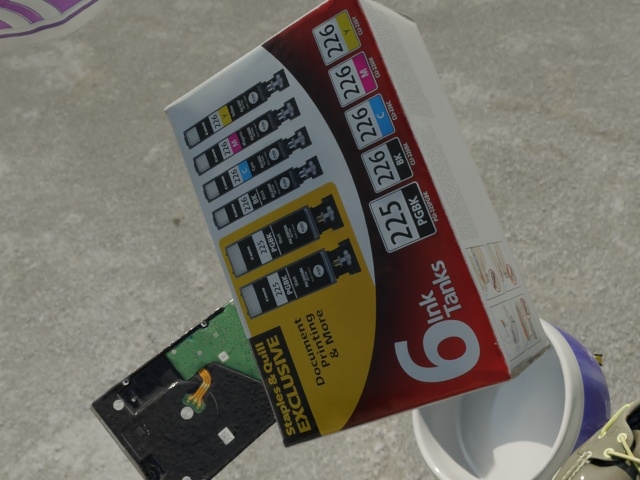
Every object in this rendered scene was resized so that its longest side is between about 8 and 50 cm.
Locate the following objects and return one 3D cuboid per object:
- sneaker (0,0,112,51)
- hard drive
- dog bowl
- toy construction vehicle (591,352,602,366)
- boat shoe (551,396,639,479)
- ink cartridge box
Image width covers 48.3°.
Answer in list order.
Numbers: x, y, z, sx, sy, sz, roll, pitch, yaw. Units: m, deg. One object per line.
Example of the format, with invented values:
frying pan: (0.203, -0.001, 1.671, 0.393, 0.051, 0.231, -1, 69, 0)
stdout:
sneaker: (-0.294, -0.252, 0.619, 0.102, 0.161, 0.282, 38, 50, 19)
hard drive: (-0.209, 0.286, 1.301, 0.339, 0.064, 0.237, -38, 87, -29)
dog bowl: (0.261, 0.231, 1.002, 0.265, 0.104, 0.264, -29, 50, 41)
toy construction vehicle: (0.501, 0.260, 1.403, 0.098, 0.035, 0.085, -7, 72, 53)
boat shoe: (0.352, 0.235, 0.780, 0.305, 0.091, 0.109, -29, 49, -22)
ink cartridge box: (0.000, 0.000, 0.614, 0.272, 0.130, 0.309, -26, 80, 29)
